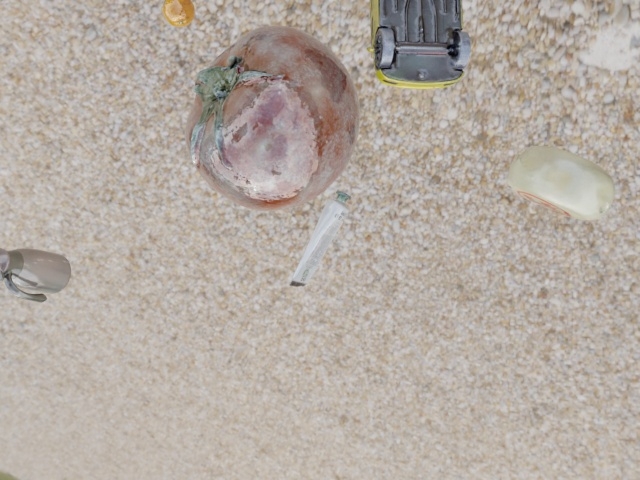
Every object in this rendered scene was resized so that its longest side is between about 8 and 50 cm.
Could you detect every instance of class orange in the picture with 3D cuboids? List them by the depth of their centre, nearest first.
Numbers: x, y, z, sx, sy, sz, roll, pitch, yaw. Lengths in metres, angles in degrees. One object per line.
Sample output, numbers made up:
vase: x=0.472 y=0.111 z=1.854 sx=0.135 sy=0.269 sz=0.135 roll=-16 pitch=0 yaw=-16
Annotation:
orange: x=-0.360 y=-0.586 z=1.423 sx=0.083 sy=0.083 sz=0.083 roll=13 pitch=135 yaw=14

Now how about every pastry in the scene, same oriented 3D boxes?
pastry: x=0.610 y=-0.144 z=1.425 sx=0.265 sy=0.265 sz=0.133 roll=24 pitch=97 yaw=3

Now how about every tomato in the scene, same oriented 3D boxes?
tomato: x=-0.085 y=-0.211 z=0.976 sx=0.316 sy=0.317 sz=0.282 roll=-23 pitch=146 yaw=38

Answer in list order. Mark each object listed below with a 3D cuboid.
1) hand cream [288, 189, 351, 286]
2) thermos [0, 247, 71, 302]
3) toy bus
hand cream: x=0.000 y=0.000 z=1.771 sx=0.076 sy=0.336 sz=0.121 roll=27 pitch=180 yaw=25
thermos: x=-0.695 y=0.080 z=1.326 sx=0.105 sy=0.137 sz=0.193 roll=-25 pitch=163 yaw=7
toy bus: x=0.148 y=-0.400 z=0.905 sx=0.145 sy=0.331 sz=0.151 roll=-1 pitch=177 yaw=-9
